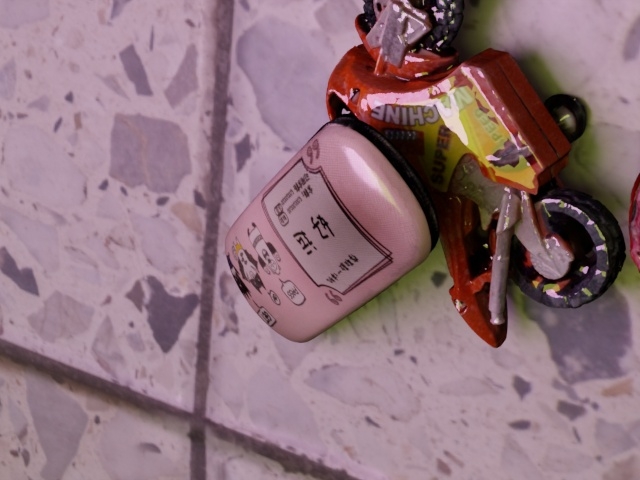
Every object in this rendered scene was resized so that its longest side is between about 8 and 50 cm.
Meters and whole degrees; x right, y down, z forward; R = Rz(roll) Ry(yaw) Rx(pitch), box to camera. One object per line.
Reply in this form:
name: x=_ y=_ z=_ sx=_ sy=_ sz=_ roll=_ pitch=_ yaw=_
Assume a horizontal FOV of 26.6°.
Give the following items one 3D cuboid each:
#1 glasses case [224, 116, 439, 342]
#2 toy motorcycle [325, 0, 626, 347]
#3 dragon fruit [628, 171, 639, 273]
glasses case: x=0.000 y=0.000 z=1.050 sx=0.122 sy=0.075 sz=0.314 roll=52 pitch=154 yaw=1
toy motorcycle: x=0.103 y=-0.069 z=1.012 sx=0.171 sy=0.089 sz=0.298 roll=-32 pitch=91 yaw=37
dragon fruit: x=0.308 y=-0.001 z=0.877 sx=0.211 sy=0.147 sz=0.282 roll=-38 pitch=84 yaw=36
